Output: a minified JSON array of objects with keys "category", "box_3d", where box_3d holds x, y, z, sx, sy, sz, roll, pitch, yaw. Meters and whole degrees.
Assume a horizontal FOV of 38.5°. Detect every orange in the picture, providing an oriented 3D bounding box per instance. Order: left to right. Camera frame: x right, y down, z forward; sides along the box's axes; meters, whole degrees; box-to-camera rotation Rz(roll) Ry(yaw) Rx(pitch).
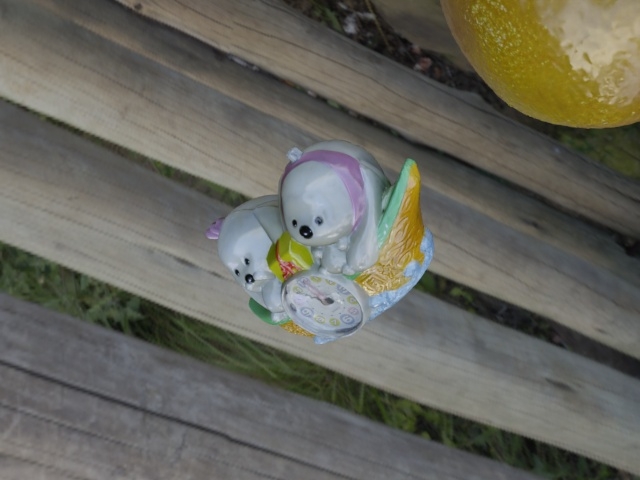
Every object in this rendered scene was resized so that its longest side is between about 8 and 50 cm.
[{"category":"orange","box_3d":[0.191,-0.196,0.653,0.236,0.236,0.236,-8,119,-15]}]

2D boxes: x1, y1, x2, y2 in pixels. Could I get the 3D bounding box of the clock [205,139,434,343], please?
[{"category":"clock","box_3d":[0.000,0.000,0.745,0.144,0.103,0.231,39,132,-15]}]
